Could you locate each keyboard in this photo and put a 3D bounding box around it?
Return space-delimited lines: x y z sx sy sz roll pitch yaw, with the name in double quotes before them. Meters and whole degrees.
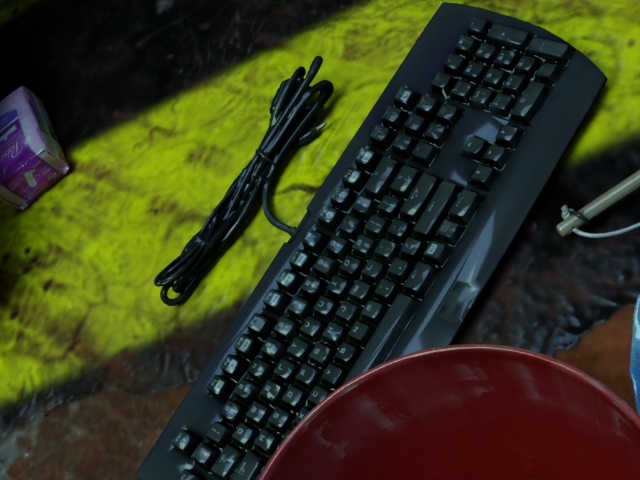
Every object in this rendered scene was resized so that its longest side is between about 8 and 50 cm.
"keyboard" 0.000 0.000 0.602 0.202 0.033 0.317 23 75 40

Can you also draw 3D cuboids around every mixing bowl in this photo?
"mixing bowl" 0.064 0.142 0.427 0.181 0.098 0.181 -16 54 23

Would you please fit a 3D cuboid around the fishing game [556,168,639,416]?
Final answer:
"fishing game" 0.214 0.036 0.439 0.189 0.041 0.264 -32 50 15

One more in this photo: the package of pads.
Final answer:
"package of pads" -0.211 -0.066 0.773 0.050 0.032 0.083 -39 49 9
